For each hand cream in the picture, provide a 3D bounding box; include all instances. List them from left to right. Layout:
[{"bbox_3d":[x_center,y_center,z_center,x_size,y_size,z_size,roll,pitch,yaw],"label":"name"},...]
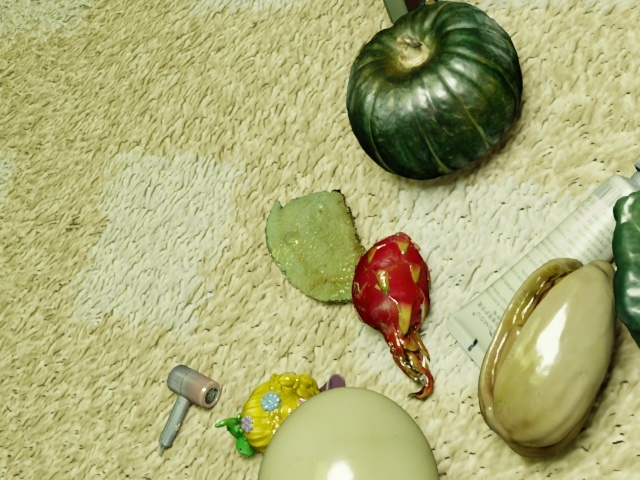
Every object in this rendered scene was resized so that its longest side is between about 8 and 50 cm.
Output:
[{"bbox_3d":[0.255,0.026,1.138,0.276,0.059,0.095,-45,55,9],"label":"hand cream"}]

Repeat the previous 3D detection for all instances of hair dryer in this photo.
[{"bbox_3d":[-0.172,0.216,1.314,0.063,0.037,0.114,22,85,37],"label":"hair dryer"}]

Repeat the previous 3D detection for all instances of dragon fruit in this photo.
[{"bbox_3d":[0.082,0.084,1.194,0.094,0.094,0.191,-15,70,25],"label":"dragon fruit"}]

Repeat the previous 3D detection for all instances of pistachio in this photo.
[{"bbox_3d":[0.231,0.114,1.054,0.129,0.131,0.206,19,81,60],"label":"pistachio"}]

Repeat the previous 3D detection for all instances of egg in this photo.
[{"bbox_3d":[0.028,0.267,1.061,0.185,0.186,0.242,-9,72,28],"label":"egg"}]

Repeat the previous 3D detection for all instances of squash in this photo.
[{"bbox_3d":[0.132,-0.176,1.245,0.218,0.172,0.218,-38,20,16],"label":"squash"}]

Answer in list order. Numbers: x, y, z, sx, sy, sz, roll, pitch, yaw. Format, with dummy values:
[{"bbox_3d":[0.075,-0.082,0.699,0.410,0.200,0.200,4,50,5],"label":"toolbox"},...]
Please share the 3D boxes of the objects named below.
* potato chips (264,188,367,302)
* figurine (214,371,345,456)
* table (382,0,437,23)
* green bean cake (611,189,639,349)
[{"bbox_3d":[0.000,0.000,1.328,0.209,0.026,0.142,20,80,40],"label":"potato chips"},{"bbox_3d":[-0.051,0.191,1.199,0.156,0.115,0.095,-17,47,26],"label":"figurine"},{"bbox_3d":[0.140,-0.349,1.302,0.111,0.240,0.122,29,83,21],"label":"table"},{"bbox_3d":[0.430,-0.033,0.986,0.300,0.169,0.308,-9,60,26],"label":"green bean cake"}]
